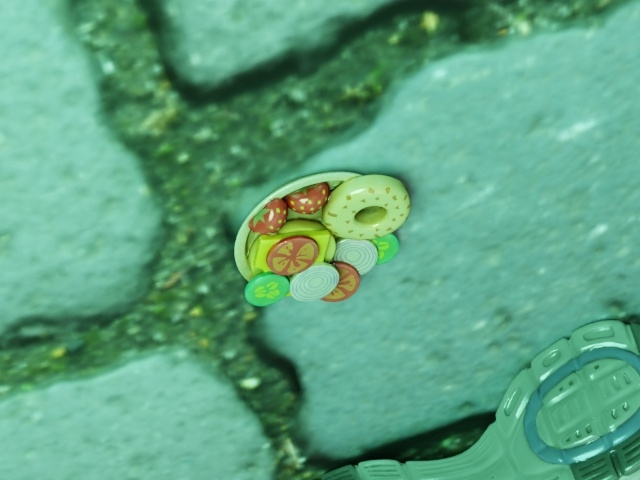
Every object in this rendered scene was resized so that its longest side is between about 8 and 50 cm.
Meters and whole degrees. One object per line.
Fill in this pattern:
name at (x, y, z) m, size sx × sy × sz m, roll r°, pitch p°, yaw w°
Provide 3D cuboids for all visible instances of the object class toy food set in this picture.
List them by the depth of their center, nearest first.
toy food set at (0.000, 0.000, 0.796) m, size 0.083 × 0.020 × 0.082 m, roll -6°, pitch 137°, yaw -20°

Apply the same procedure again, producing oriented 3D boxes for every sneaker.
sneaker at (0.093, 0.166, 0.960) m, size 0.297 × 0.111 × 0.129 m, roll -29°, pitch 145°, yaw 8°
